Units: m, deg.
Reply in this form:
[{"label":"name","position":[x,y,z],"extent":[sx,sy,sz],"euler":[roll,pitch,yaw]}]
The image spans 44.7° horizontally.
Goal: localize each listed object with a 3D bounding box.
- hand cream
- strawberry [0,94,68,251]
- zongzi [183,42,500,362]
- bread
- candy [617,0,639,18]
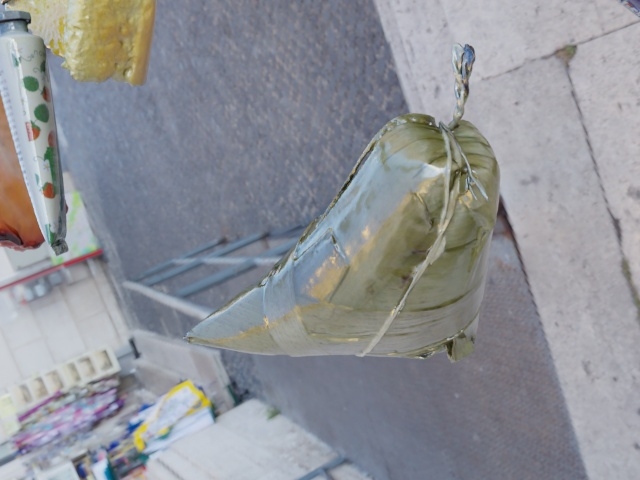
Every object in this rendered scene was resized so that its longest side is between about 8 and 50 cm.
[{"label":"hand cream","position":[-0.323,-0.118,0.885],"extent":[0.095,0.059,0.276],"euler":[-156,56,-80]},{"label":"strawberry","position":[-0.557,-0.121,1.226],"extent":[0.149,0.265,0.336],"euler":[-18,115,41]},{"label":"zongzi","position":[0.000,0.000,0.406],"extent":[0.189,0.178,0.081],"euler":[84,-179,-52]},{"label":"bread","position":[-0.281,-0.289,0.926],"extent":[0.160,0.140,0.169],"euler":[31,118,31]},{"label":"candy","position":[0.290,-0.186,0.578],"extent":[0.312,0.088,0.061],"euler":[41,-166,8]}]
